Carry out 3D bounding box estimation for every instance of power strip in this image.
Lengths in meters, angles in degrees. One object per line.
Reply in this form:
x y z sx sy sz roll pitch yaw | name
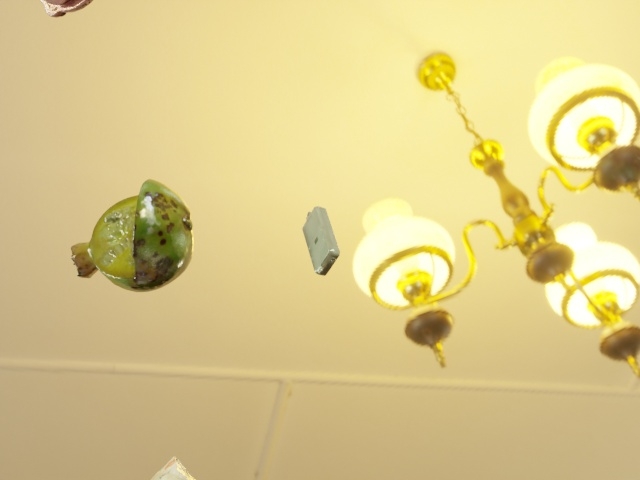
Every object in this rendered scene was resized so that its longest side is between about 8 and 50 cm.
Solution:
0.000 0.000 0.987 0.016 0.090 0.040 13 -53 -27 | power strip

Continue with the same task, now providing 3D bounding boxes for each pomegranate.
-0.232 0.007 1.109 0.169 0.143 0.122 -39 -43 25 | pomegranate

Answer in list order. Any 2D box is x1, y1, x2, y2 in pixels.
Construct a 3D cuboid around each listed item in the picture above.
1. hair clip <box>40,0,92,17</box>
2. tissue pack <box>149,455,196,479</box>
-0.257 -0.309 0.859 0.123 0.102 0.138 -1 -55 30 | hair clip
-0.238 0.434 1.233 0.196 0.092 0.148 -40 -78 -9 | tissue pack
